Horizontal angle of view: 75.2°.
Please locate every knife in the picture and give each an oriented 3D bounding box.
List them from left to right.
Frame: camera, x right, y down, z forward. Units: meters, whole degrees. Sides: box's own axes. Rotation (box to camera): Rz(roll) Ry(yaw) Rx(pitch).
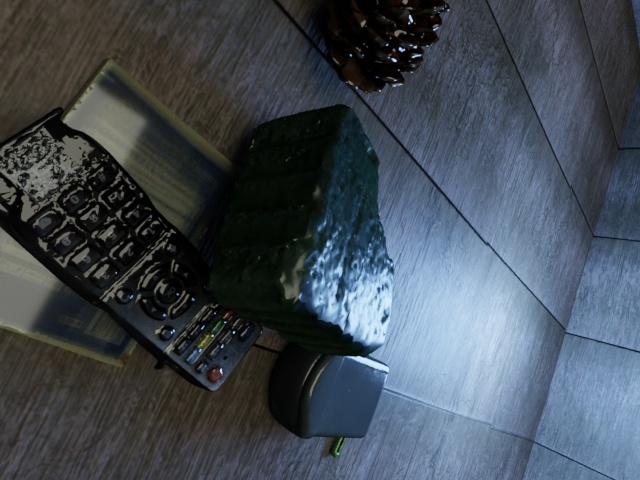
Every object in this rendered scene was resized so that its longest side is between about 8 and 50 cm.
[{"bbox_3d":[0.079,0.371,0.912,0.054,0.015,0.212,47,65,-46],"label":"knife"}]

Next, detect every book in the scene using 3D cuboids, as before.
[{"bbox_3d":[-0.258,-0.024,0.521,0.228,0.018,0.322,42,69,-41],"label":"book"}]

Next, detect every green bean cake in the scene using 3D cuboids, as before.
[{"bbox_3d":[0.000,0.000,0.635,0.308,0.169,0.300,44,52,-49],"label":"green bean cake"}]

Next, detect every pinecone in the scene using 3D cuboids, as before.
[{"bbox_3d":[0.103,-0.344,0.673,0.179,0.205,0.184,-22,96,-43],"label":"pinecone"}]

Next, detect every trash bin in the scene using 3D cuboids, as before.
[{"bbox_3d":[0.019,0.275,0.782,0.236,0.101,0.176,32,74,-44],"label":"trash bin"}]

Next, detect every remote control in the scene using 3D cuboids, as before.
[{"bbox_3d":[-0.221,0.043,0.513,0.144,0.062,0.398,-50,130,-25],"label":"remote control"}]
